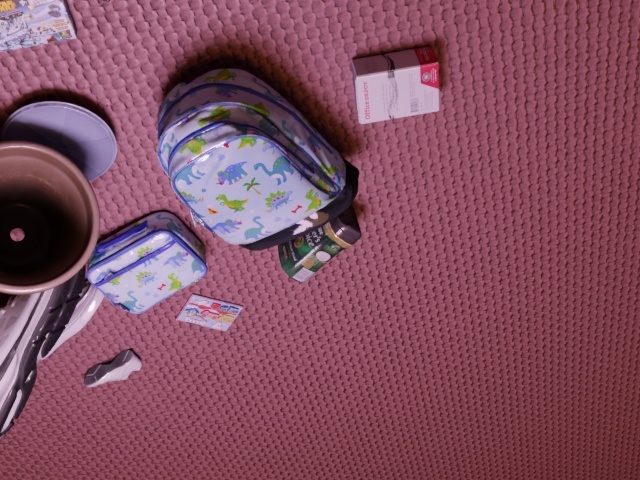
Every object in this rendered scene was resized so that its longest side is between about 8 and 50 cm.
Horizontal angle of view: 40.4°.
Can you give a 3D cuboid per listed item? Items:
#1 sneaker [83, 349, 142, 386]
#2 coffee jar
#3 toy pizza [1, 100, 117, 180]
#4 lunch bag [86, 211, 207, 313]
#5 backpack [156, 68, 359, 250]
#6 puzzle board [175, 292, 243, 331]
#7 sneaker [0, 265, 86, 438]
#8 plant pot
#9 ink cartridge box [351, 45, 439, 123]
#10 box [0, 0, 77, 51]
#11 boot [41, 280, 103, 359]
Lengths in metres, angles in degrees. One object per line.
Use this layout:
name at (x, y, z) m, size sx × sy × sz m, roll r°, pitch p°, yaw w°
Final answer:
sneaker at (-0.491, 0.315, 2.060) m, size 0.152 × 0.054 × 0.061 m, roll -26°, pitch 137°, yaw 14°
coffee jar at (0.000, 0.000, 1.805) m, size 0.184 × 0.096 × 0.079 m, roll -38°, pitch 133°, yaw 24°
toy pizza at (-0.470, -0.179, 1.572) m, size 0.201 × 0.032 × 0.201 m, roll -3°, pitch 139°, yaw -3°
lunch bag at (-0.359, 0.046, 1.784) m, size 0.219 × 0.090 × 0.176 m, roll -27°, pitch 132°, yaw 11°
backpack at (-0.134, -0.141, 1.553) m, size 0.290 × 0.273 × 0.356 m, roll -21°, pitch 123°, yaw 20°
puzzle board at (-0.253, 0.168, 1.987) m, size 0.128 × 0.011 × 0.096 m, roll 17°, pitch 129°, yaw -25°
sneaker at (-0.667, 0.169, 1.739) m, size 0.257 × 0.169 × 0.448 m, roll 30°, pitch 98°, yaw 2°
plant pot at (-0.543, -0.026, 1.560) m, size 0.263 × 0.263 × 0.229 m, roll 10°, pitch 169°, yaw -21°
ink cartridge box at (0.135, -0.280, 1.570) m, size 0.150 × 0.063 × 0.109 m, roll -10°, pitch 136°, yaw -1°
box at (-0.472, -0.358, 1.395) m, size 0.137 × 0.027 × 0.094 m, roll -10°, pitch 137°, yaw -1°
boot at (-0.575, 0.149, 1.847) m, size 0.123 × 0.095 × 0.258 m, roll 37°, pitch 112°, yaw -28°
